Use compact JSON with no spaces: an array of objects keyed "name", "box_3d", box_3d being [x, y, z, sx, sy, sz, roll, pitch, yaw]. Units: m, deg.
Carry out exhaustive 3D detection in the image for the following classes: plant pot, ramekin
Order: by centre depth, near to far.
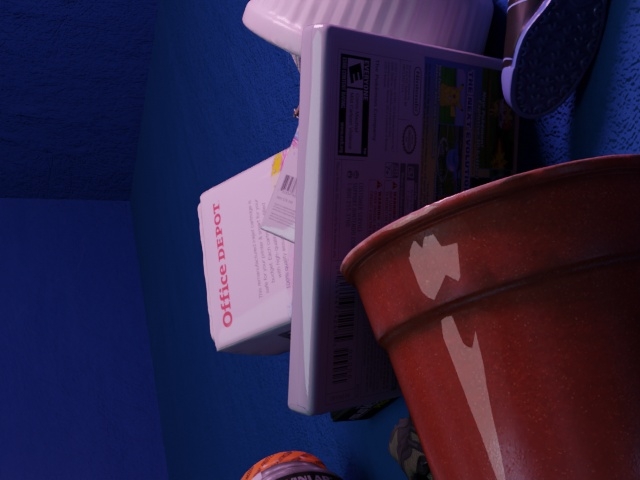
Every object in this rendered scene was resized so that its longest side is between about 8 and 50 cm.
[{"name":"plant pot","box_3d":[0.179,0.112,0.702,0.272,0.272,0.265,134,125,-62]},{"name":"ramekin","box_3d":[0.063,-0.250,1.017,0.127,0.273,0.273,-68,26,17]}]

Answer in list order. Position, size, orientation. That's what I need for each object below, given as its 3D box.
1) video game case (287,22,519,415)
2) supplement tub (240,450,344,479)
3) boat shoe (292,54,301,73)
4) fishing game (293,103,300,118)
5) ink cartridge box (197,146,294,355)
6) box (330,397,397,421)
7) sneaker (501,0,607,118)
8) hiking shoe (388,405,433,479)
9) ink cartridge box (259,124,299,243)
[{"name":"video game case","box_3d":[0.090,-0.019,0.882,0.036,0.300,0.329,6,95,44]},{"name":"supplement tub","box_3d":[-0.011,0.446,1.279,0.316,0.194,0.193,-126,41,-58]},{"name":"boat shoe","box_3d":[0.004,-0.345,1.415,0.267,0.096,0.088,122,139,-58]},{"name":"fishing game","box_3d":[-0.013,-0.142,1.533,0.189,0.041,0.264,126,140,-54]},{"name":"ink cartridge box","box_3d":[0.000,0.000,1.177,0.306,0.131,0.226,-23,65,38]},{"name":"box","box_3d":[0.057,0.094,1.296,0.216,0.060,0.270,127,139,-59]},{"name":"sneaker","box_3d":[0.212,-0.232,0.858,0.090,0.081,0.232,-125,47,-63]},{"name":"hiking shoe","box_3d":[0.141,0.209,1.048,0.114,0.086,0.227,-119,25,-43]},{"name":"ink cartridge box","box_3d":[0.047,-0.064,0.978,0.128,0.127,0.176,24,95,41]}]
